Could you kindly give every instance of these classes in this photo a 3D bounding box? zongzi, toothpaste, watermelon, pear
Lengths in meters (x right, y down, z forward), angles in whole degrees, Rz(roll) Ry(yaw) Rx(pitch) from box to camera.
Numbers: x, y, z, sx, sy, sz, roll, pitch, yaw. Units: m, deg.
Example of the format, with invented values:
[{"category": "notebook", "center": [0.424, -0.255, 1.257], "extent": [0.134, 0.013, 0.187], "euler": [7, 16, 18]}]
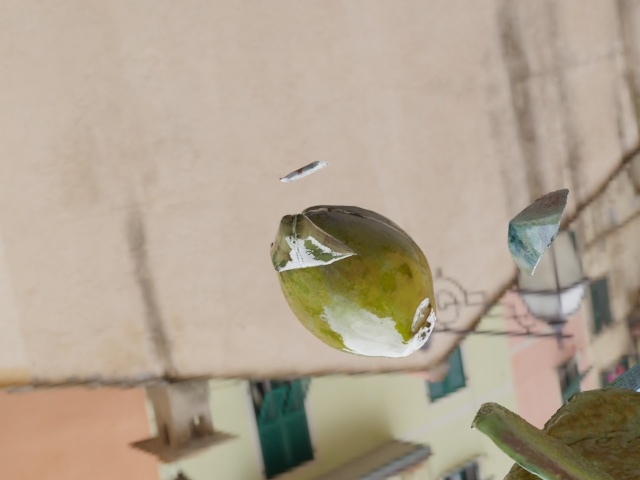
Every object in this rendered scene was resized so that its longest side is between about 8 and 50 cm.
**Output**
[{"category": "zongzi", "center": [0.000, 0.000, 1.422], "extent": [0.113, 0.052, 0.104], "euler": [-2, 159, -12]}, {"category": "toothpaste", "center": [0.715, 0.276, 2.473], "extent": [0.267, 0.050, 0.065], "euler": [-42, -145, 22]}, {"category": "watermelon", "center": [0.348, -0.013, 1.867], "extent": [0.081, 0.180, 0.094], "euler": [41, -138, 19]}, {"category": "pear", "center": [0.066, 0.071, 2.061], "extent": [0.269, 0.321, 0.269], "euler": [-50, 173, -9]}]

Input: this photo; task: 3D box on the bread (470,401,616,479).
[{"category": "bread", "center": [0.330, 0.305, 1.550], "extent": [0.301, 0.045, 0.301], "euler": [33, -176, -3]}]

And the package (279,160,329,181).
[{"category": "package", "center": [-0.033, -0.144, 2.417], "extent": [0.110, 0.015, 0.037], "euler": [-24, 167, 26]}]

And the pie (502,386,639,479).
[{"category": "pie", "center": [0.454, 0.437, 1.810], "extent": [0.395, 0.180, 0.418], "euler": [-35, -133, -13]}]
